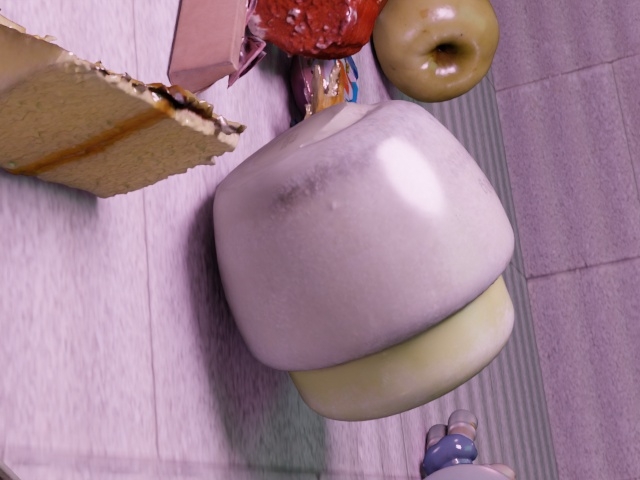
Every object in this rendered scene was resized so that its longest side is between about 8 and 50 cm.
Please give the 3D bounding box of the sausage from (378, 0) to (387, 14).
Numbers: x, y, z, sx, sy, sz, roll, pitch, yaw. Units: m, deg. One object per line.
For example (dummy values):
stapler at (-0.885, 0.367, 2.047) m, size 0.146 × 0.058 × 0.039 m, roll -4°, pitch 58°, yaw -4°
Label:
sausage at (0.079, -0.446, 1.781) m, size 0.102 × 0.102 × 0.330 m, roll 66°, pitch 31°, yaw -31°

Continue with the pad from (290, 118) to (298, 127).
pad at (0.000, 0.000, 1.470) m, size 0.269 × 0.012 × 0.269 m, roll 58°, pitch 28°, yaw -44°

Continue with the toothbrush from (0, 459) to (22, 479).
toothbrush at (-0.183, 0.244, 0.788) m, size 0.028 × 0.026 × 0.294 m, roll -61°, pitch 138°, yaw -40°

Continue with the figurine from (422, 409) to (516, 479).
figurine at (0.207, 0.418, 1.642) m, size 0.205 × 0.224 × 0.382 m, roll 46°, pitch 5°, yaw -19°

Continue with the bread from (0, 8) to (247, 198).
bread at (-0.203, -0.111, 0.813) m, size 0.178 × 0.142 × 0.266 m, roll 41°, pitch 6°, yaw 25°

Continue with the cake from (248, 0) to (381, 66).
cake at (-0.003, -0.378, 1.365) m, size 0.151 × 0.177 × 0.283 m, roll -20°, pitch 127°, yaw -71°

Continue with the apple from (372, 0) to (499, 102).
apple at (0.225, -0.410, 1.996) m, size 0.262 × 0.262 × 0.262 m, roll -12°, pitch 90°, yaw -71°

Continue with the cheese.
cheese at (0.016, -0.247, 1.555) m, size 0.286 × 0.074 × 0.189 m, roll -65°, pitch 135°, yaw -60°

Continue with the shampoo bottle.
shampoo bottle at (0.047, 0.013, 1.124) m, size 0.317 × 0.322 × 0.322 m, roll 68°, pitch 21°, yaw -12°

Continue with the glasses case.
glasses case at (-0.107, -0.246, 1.183) m, size 0.070 × 0.103 × 0.193 m, roll 64°, pitch 22°, yaw -51°

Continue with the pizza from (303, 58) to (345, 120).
pizza at (0.002, -0.125, 1.400) m, size 0.181 × 0.034 × 0.262 m, roll -55°, pitch 147°, yaw -51°
